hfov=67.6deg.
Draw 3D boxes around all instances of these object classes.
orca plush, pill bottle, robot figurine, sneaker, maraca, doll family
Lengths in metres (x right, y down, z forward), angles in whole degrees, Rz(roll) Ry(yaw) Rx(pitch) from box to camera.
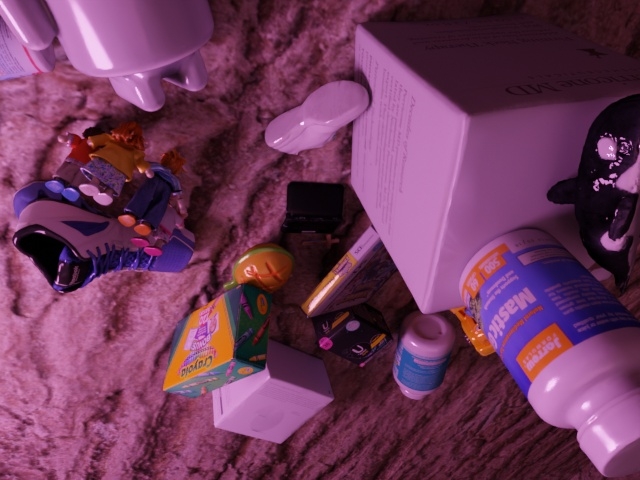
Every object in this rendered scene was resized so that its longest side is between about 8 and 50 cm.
[{"bbox_3d":[0.337,-0.055,0.581,0.287,0.102,0.151,42,73,-50],"label":"orca plush"},{"bbox_3d":[0.281,0.329,1.332,0.147,0.146,0.263,-7,129,-11],"label":"pill bottle"},{"bbox_3d":[-0.259,-0.346,0.592,0.300,0.200,0.353,-38,137,-28],"label":"robot figurine"},{"bbox_3d":[-0.395,0.025,0.860,0.316,0.182,0.127,19,121,-29],"label":"sneaker"},{"bbox_3d":[-0.470,-0.266,0.667,0.160,0.087,0.087,-13,130,-6],"label":"pill bottle"},{"bbox_3d":[0.294,0.122,0.571,0.153,0.272,0.152,-9,130,-11],"label":"pill bottle"},{"bbox_3d":[-0.133,0.073,1.036,0.127,0.099,0.185,20,132,-29],"label":"maraca"},{"bbox_3d":[-0.302,-0.104,0.809,0.119,0.163,0.263,-15,137,34],"label":"doll family"},{"bbox_3d":[0.007,-0.207,0.845,0.212,0.080,0.094,-15,153,36],"label":"sneaker"}]

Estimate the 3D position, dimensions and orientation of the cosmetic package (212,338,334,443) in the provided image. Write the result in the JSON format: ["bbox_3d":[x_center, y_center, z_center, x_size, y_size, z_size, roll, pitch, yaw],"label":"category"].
[{"bbox_3d":[-0.128,0.399,1.269,0.224,0.138,0.225,32,115,-34],"label":"cosmetic package"}]

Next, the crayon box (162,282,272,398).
[{"bbox_3d":[-0.222,0.221,1.022,0.081,0.165,0.279,28,137,-33],"label":"crayon box"}]

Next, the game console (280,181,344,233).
[{"bbox_3d":[-0.019,-0.066,1.014,0.122,0.071,0.107,1,157,-17],"label":"game console"}]

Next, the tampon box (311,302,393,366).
[{"bbox_3d":[0.081,0.225,1.217,0.161,0.101,0.120,33,112,-34],"label":"tampon box"}]

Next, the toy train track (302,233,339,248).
[{"bbox_3d":[0.000,0.000,1.072,0.084,0.014,0.048,-5,136,-6],"label":"toy train track"}]

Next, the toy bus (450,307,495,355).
[{"bbox_3d":[0.367,0.136,1.165,0.149,0.220,0.211,-38,122,20],"label":"toy bus"}]

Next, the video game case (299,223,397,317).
[{"bbox_3d":[0.109,0.061,1.052,0.248,0.035,0.275,-51,156,23],"label":"video game case"}]

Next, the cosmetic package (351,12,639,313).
[{"bbox_3d":[0.261,-0.149,0.783,0.330,0.393,0.327,-9,129,-11],"label":"cosmetic package"}]
